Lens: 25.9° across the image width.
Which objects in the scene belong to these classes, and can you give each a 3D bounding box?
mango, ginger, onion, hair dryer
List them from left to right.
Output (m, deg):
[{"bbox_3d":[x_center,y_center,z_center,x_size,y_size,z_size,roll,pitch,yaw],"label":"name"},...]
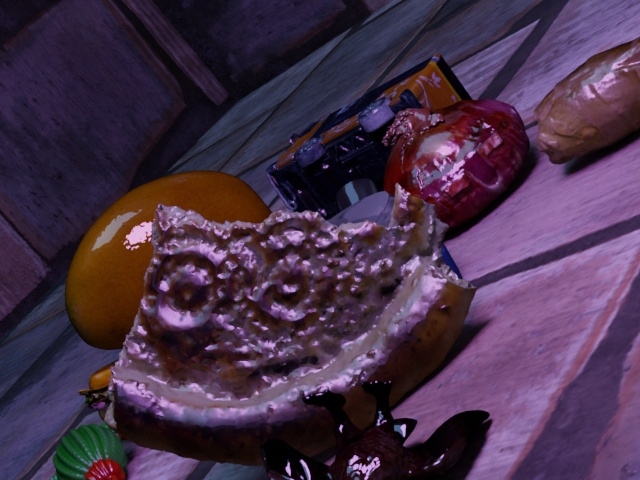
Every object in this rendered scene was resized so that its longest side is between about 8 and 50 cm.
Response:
[{"bbox_3d":[-0.228,0.033,2.170,0.378,0.263,0.221,-27,27,-27],"label":"mango"},{"bbox_3d":[0.000,0.000,1.852,0.198,0.057,0.100,-24,56,6],"label":"hair dryer"},{"bbox_3d":[0.165,-0.116,1.877,0.230,0.163,0.230,-36,10,7],"label":"onion"},{"bbox_3d":[0.368,-0.184,1.667,0.263,0.109,0.116,-29,-11,36],"label":"ginger"}]

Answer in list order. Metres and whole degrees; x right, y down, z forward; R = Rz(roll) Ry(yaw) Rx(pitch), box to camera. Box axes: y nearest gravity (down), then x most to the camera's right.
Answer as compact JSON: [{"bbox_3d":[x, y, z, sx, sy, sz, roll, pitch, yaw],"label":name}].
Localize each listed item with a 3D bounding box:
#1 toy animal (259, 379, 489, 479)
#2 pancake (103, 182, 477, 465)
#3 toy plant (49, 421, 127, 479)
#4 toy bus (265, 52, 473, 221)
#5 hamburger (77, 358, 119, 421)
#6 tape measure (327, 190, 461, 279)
[{"bbox_3d":[0.053,0.217,1.281,0.219,0.116,0.179,-10,48,8],"label":"toy animal"},{"bbox_3d":[-0.042,0.092,1.521,0.427,0.304,0.067,-4,-11,15],"label":"pancake"},{"bbox_3d":[-0.326,0.322,1.939,0.155,0.088,0.240,-35,18,12],"label":"toy plant"},{"bbox_3d":[0.089,-0.148,2.214,0.323,0.162,0.194,-26,18,42],"label":"toy bus"},{"bbox_3d":[-0.276,0.219,2.102,0.164,0.093,0.189,-25,4,15],"label":"hamburger"},{"bbox_3d":[0.036,0.065,1.688,0.262,0.138,0.259,-39,14,1],"label":"tape measure"}]
